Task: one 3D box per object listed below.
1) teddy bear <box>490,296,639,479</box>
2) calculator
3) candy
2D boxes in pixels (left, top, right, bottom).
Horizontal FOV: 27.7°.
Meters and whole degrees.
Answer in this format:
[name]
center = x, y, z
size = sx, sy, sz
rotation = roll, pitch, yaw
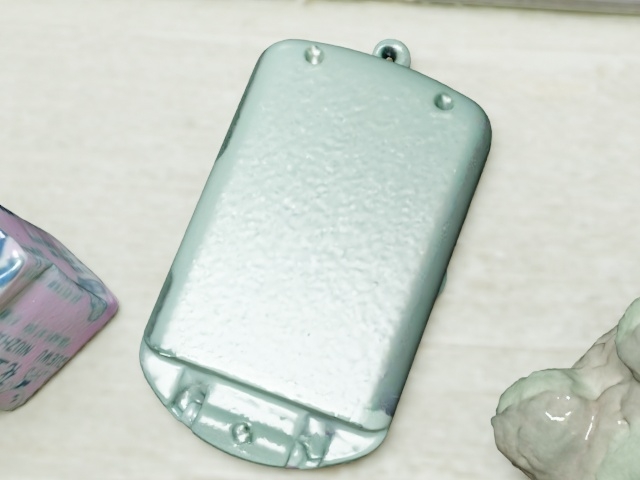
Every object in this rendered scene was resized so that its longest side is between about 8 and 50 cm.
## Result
[teddy bear]
center = 0.203, 0.147, 0.594
size = 0.151, 0.236, 0.267
rotation = 5, 55, -40
[calculator]
center = 0.000, 0.000, 0.694
size = 0.141, 0.045, 0.246
rotation = 19, 77, 5
[candy]
center = -0.170, 0.029, 0.631
size = 0.073, 0.160, 0.092
rotation = 43, 86, 13
